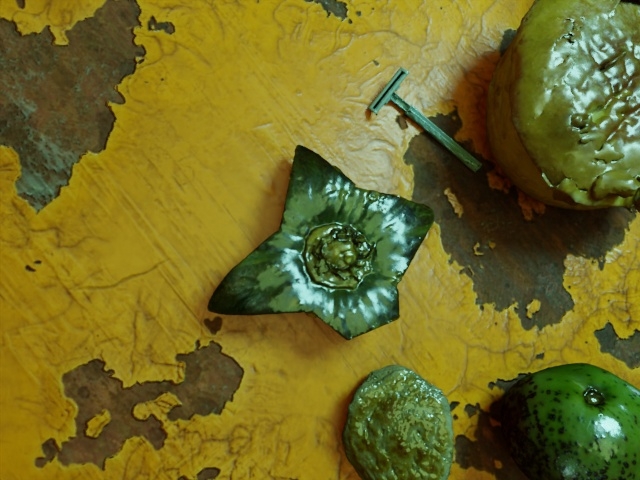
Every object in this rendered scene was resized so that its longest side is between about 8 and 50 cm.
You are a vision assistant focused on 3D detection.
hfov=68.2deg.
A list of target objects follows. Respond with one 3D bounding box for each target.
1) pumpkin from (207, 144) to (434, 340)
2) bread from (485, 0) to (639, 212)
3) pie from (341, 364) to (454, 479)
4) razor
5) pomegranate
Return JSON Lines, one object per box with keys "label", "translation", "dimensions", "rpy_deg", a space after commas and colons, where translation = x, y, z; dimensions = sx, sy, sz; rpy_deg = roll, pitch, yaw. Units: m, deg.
{"label": "pumpkin", "translation": [0.011, 0.024, 0.705], "dimensions": [0.259, 0.095, 0.290], "rpy_deg": [25, 78, -2]}
{"label": "bread", "translation": [0.431, -0.206, 0.744], "dimensions": [0.337, 0.204, 0.357], "rpy_deg": [7, 80, -6]}
{"label": "pie", "translation": [0.114, 0.284, 0.706], "dimensions": [0.163, 0.079, 0.193], "rpy_deg": [6, 83, 0]}
{"label": "razor", "translation": [0.186, -0.186, 0.789], "dimensions": [0.211, 0.036, 0.084], "rpy_deg": [38, 104, -10]}
{"label": "pomegranate", "translation": [0.374, 0.305, 0.704], "dimensions": [0.215, 0.214, 0.247], "rpy_deg": [-4, 123, -9]}
